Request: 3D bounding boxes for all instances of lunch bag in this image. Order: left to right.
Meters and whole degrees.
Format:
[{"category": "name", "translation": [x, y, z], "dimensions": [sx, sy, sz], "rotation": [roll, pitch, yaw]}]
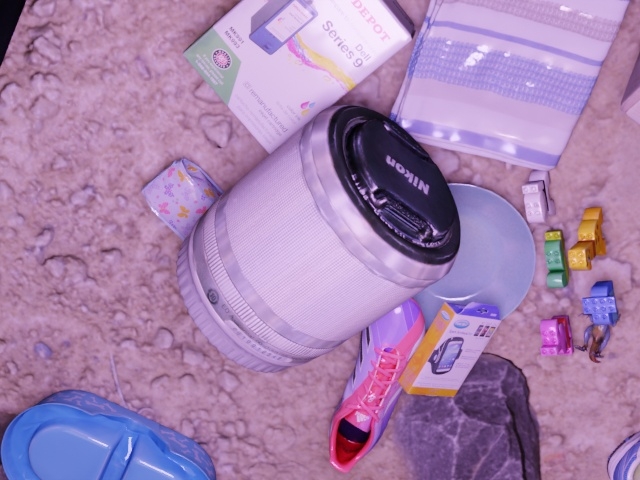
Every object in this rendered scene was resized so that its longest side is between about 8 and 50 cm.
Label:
[{"category": "lunch bag", "translation": [-0.164, -0.054, 1.337], "dimensions": [0.071, 0.053, 0.083], "rotation": [-38, 111, 20]}]

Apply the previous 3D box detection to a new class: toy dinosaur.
[{"category": "toy dinosaur", "translation": [0.337, 0.098, 1.348], "dimensions": [0.047, 0.090, 0.082], "rotation": [20, 77, 13]}]

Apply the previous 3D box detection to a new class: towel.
[{"category": "towel", "translation": [0.208, -0.209, 1.198], "dimensions": [0.209, 0.034, 0.285], "rotation": [13, 127, -6]}]

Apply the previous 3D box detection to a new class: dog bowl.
[{"category": "dog bowl", "translation": [-0.272, 0.302, 1.470], "dimensions": [0.297, 0.074, 0.166], "rotation": [25, 111, -3]}]

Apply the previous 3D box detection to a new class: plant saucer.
[{"category": "plant saucer", "translation": [0.161, 0.019, 1.332], "dimensions": [0.195, 0.037, 0.195], "rotation": [3, 110, 7]}]

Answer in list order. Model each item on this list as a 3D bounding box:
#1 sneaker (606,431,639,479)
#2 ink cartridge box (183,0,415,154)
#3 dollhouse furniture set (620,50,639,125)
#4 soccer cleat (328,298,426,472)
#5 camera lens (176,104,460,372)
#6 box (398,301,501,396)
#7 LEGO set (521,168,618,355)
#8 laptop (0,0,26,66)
[{"category": "sneaker", "translation": [0.441, 0.246, 1.359], "dimensions": [0.080, 0.081, 0.211], "rotation": [33, 109, -4]}, {"category": "ink cartridge box", "translation": [-0.022, -0.225, 1.236], "dimensions": [0.212, 0.093, 0.154], "rotation": [-37, 101, 16]}, {"category": "dollhouse furniture set", "translation": [0.523, -0.208, 1.048], "dimensions": [0.256, 0.362, 0.394], "rotation": [36, 138, -5]}, {"category": "soccer cleat", "translation": [0.066, 0.177, 1.351], "dimensions": [0.083, 0.095, 0.248], "rotation": [21, 123, 2]}, {"category": "camera lens", "translation": [0.000, 0.000, 1.226], "dimensions": [0.219, 0.219, 0.274], "rotation": [46, 123, -10]}, {"category": "box", "translation": [0.157, 0.125, 1.316], "dimensions": [0.081, 0.028, 0.136], "rotation": [11, 115, -39]}, {"category": "LEGO set", "translation": [0.286, 0.034, 1.264], "dimensions": [0.087, 0.093, 0.227], "rotation": [-5, 101, 29]}, {"category": "laptop", "translation": [-0.471, -0.319, 1.230], "dimensions": [0.264, 0.136, 0.234], "rotation": [28, 112, -2]}]
